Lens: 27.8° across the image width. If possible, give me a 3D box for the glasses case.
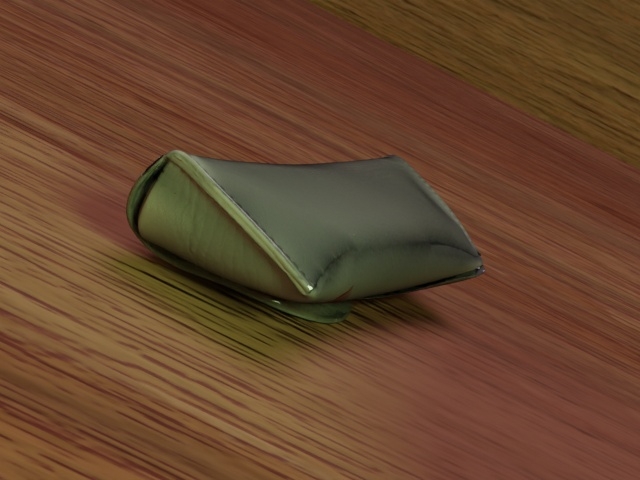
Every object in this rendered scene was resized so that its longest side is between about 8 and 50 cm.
[{"bbox_3d":[0.002,0.001,0.840,0.128,0.083,0.308,40,19,21],"label":"glasses case"}]
